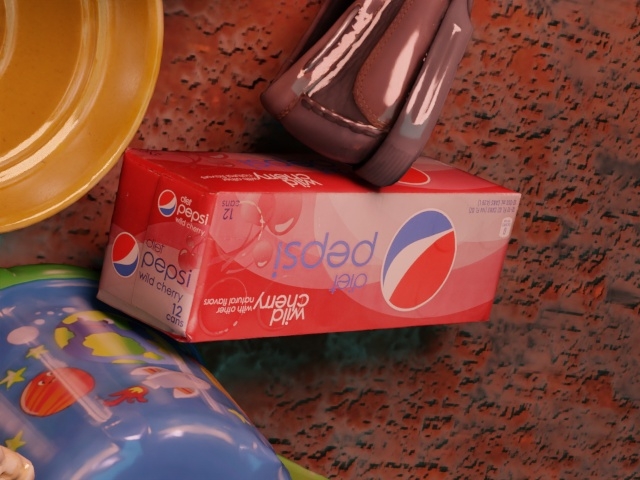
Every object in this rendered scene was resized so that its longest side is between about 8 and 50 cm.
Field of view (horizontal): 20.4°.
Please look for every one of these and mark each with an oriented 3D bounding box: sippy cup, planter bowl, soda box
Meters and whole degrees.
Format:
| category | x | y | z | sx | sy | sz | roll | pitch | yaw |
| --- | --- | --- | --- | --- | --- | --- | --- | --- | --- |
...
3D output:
| category | x | y | z | sx | sy | sz | roll | pitch | yaw |
| --- | --- | --- | --- | --- | --- | --- | --- | --- | --- |
| sippy cup | -0.125 | 0.147 | 0.988 | 0.305 | 0.224 | 0.240 | -27 | 113 | -21 |
| planter bowl | -0.201 | -0.116 | 0.959 | 0.217 | 0.090 | 0.217 | -8 | 105 | -33 |
| soda box | 0.000 | 0.000 | 1.055 | 0.263 | 0.083 | 0.092 | -2 | 111 | -46 |

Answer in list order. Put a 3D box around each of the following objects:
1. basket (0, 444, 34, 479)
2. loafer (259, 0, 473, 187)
| category | x | y | z | sx | sy | sz | roll | pitch | yaw |
| --- | --- | --- | --- | --- | --- | --- | --- | --- | --- |
| basket | -0.355 | 0.091 | 0.741 | 0.266 | 0.331 | 0.328 | -56 | 157 | -12 |
| loafer | 0.053 | -0.179 | 1.043 | 0.095 | 0.109 | 0.302 | 24 | 65 | -11 |
